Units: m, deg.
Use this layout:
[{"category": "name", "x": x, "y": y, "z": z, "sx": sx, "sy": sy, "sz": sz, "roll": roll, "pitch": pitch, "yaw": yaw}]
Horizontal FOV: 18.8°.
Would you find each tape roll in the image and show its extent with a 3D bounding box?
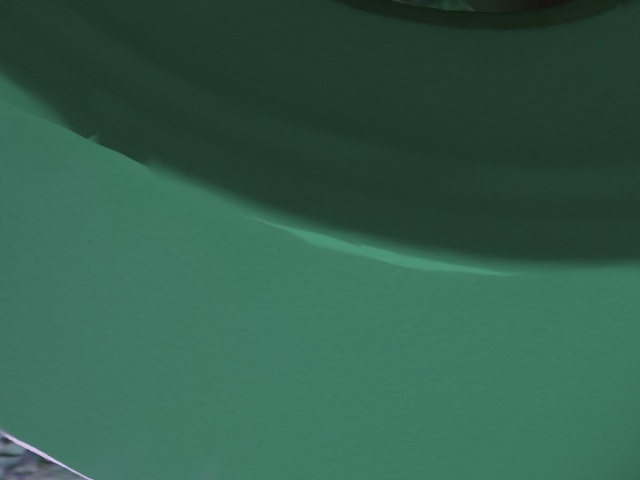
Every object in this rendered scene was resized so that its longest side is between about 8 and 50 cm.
[{"category": "tape roll", "x": 0.005, "y": -0.070, "z": 0.479, "sx": 0.286, "sy": 0.286, "sz": 0.100, "roll": 3, "pitch": 138, "yaw": -17}]
